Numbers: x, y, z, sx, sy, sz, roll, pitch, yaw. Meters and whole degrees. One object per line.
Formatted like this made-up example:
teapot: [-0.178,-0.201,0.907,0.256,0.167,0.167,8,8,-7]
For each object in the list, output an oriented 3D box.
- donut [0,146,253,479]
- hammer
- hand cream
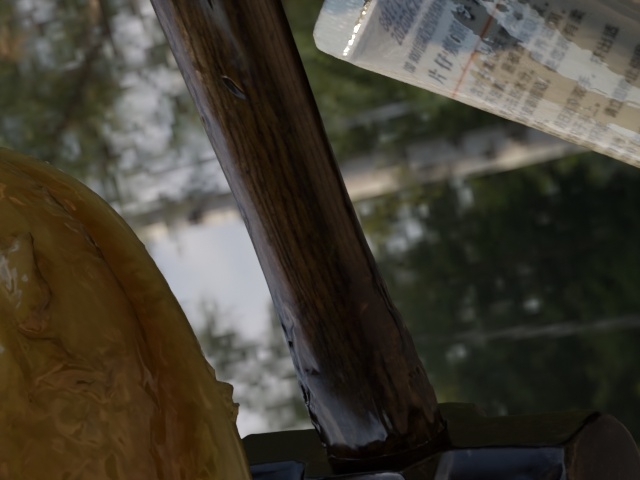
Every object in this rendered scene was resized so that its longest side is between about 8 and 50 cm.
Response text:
donut: [-0.223,0.147,0.811,0.198,0.448,0.449,50,-147,-49]
hammer: [0.000,0.000,0.943,0.095,0.242,0.409,-34,-72,-52]
hand cream: [0.152,-0.087,0.991,0.140,0.314,0.089,118,171,-52]
